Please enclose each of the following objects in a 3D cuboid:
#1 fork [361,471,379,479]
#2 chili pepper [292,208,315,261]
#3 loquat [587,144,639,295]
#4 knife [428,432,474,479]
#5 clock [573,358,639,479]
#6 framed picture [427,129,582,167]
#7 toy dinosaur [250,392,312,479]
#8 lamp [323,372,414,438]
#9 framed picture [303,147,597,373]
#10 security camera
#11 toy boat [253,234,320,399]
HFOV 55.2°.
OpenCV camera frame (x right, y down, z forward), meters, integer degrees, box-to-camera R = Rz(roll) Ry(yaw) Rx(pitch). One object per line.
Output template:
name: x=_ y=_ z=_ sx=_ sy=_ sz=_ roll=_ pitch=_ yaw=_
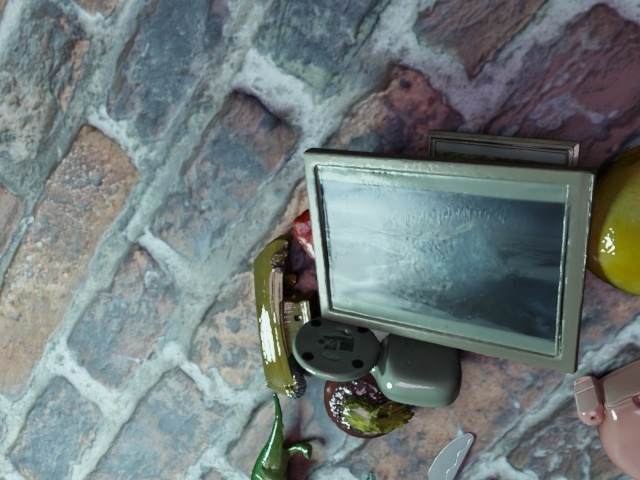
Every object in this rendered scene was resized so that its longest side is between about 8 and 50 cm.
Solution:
fork: x=0.099 y=0.582 z=1.291 sx=0.039 sy=0.021 sz=0.235 roll=9 pitch=110 yaw=20
chili pepper: x=0.000 y=0.000 z=1.128 sx=0.123 sy=0.070 sz=0.073 roll=49 pitch=141 yaw=-2
loquat: x=0.478 y=-0.032 z=0.875 sx=0.244 sy=0.244 sz=0.243 roll=5 pitch=107 yaw=17
knife: x=0.239 y=0.476 z=1.211 sx=0.058 sy=0.032 sz=0.244 roll=22 pitch=107 yaw=21
clock: x=0.570 y=0.309 z=0.989 sx=0.227 sy=0.142 sz=0.241 roll=-33 pitch=97 yaw=24
framed picture: x=0.271 y=-0.061 z=0.972 sx=0.274 sy=0.017 sz=0.217 roll=14 pitch=112 yaw=47
toy dinosaur: x=-0.154 y=0.519 z=1.332 sx=0.301 sy=0.087 sz=0.446 roll=-1 pitch=103 yaw=26
lamp: x=0.080 y=0.302 z=1.151 sx=0.157 sy=0.135 sz=0.156 roll=-28 pitch=95 yaw=25
framed picture: x=0.181 y=0.025 z=0.964 sx=0.447 sy=0.028 sz=0.325 roll=8 pitch=118 yaw=30
security camera: x=0.099 y=0.215 z=1.092 sx=0.302 sy=0.157 sz=0.080 roll=9 pitch=125 yaw=4
toy boat: x=-0.059 y=0.147 z=1.180 sx=0.122 sy=0.089 sz=0.320 roll=-1 pitch=104 yaw=13
